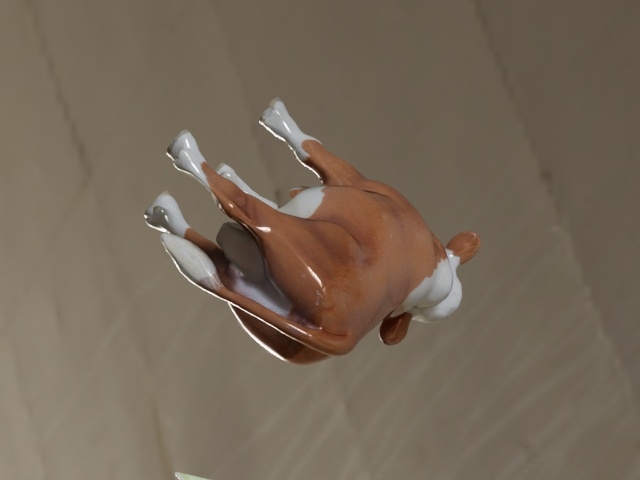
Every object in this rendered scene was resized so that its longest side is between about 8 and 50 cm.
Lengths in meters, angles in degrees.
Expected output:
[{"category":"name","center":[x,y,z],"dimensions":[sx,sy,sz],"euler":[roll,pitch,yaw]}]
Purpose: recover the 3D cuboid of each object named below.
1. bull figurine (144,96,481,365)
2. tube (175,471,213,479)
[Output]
[{"category":"bull figurine","center":[0.000,0.000,1.252],"dimensions":[0.188,0.310,0.101],"euler":[38,-76,8]},{"category":"tube","center":[0.019,0.186,1.047],"dimensions":[0.070,0.240,0.062],"euler":[-6,-112,38]}]
